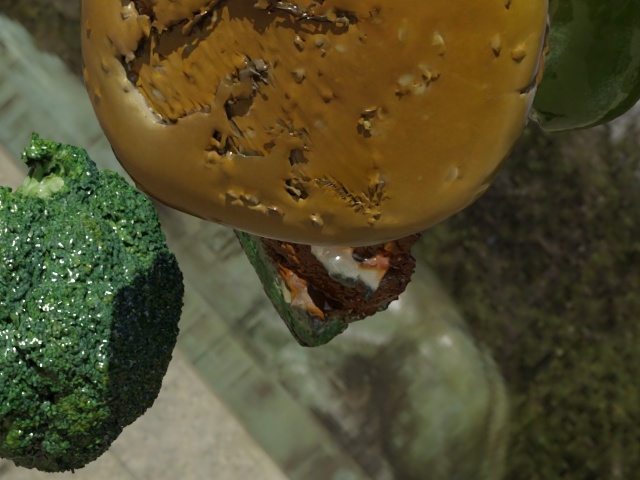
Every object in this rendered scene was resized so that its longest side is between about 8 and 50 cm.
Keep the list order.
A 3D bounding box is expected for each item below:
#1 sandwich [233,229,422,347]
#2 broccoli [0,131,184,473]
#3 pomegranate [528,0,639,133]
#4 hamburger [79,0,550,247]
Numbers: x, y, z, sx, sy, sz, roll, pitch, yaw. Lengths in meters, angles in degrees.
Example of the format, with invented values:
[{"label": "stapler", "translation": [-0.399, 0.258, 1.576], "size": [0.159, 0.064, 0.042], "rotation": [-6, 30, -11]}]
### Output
[{"label": "sandwich", "translation": [-0.006, -0.007, 1.373], "size": [0.185, 0.109, 0.160], "rotation": [53, -20, 13]}, {"label": "broccoli", "translation": [-0.235, 0.061, 1.292], "size": [0.241, 0.261, 0.269], "rotation": [12, -32, 21]}, {"label": "pomegranate", "translation": [0.159, -0.196, 1.198], "size": [0.236, 0.236, 0.302], "rotation": [49, 28, 15]}, {"label": "hamburger", "translation": [-0.002, -0.152, 0.912], "size": [0.284, 0.304, 0.174], "rotation": [13, 32, 12]}]
